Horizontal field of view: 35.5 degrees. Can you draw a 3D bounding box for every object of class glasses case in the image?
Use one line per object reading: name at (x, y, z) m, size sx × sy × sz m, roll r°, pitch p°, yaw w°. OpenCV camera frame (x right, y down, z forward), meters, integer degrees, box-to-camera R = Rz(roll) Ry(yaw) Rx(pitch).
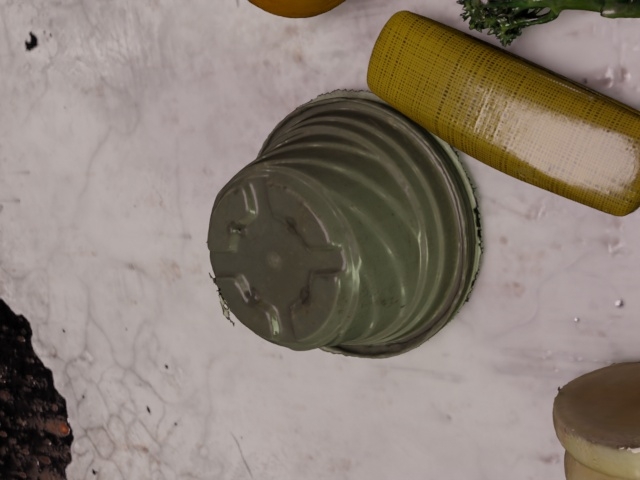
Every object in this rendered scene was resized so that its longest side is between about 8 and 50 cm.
glasses case at (0.136, -0.093, 0.726) m, size 0.234 × 0.064 × 0.079 m, roll 31°, pitch 116°, yaw 26°

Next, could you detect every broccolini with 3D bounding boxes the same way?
broccolini at (0.183, -0.152, 0.649) m, size 0.254 × 0.057 × 0.071 m, roll 27°, pitch 153°, yaw 48°

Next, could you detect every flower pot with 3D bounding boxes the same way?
flower pot at (0.000, 0.000, 0.808) m, size 0.235 × 0.140 × 0.235 m, roll 12°, pitch 111°, yaw 35°

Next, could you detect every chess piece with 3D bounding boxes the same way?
chess piece at (0.251, 0.224, 0.699) m, size 0.143 × 0.143 × 0.260 m, roll -2°, pitch 106°, yaw 37°

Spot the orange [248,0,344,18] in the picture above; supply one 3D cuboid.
orange at (-0.024, -0.250, 0.755) m, size 0.136 × 0.159 × 0.159 m, roll -45°, pitch 71°, yaw -6°
